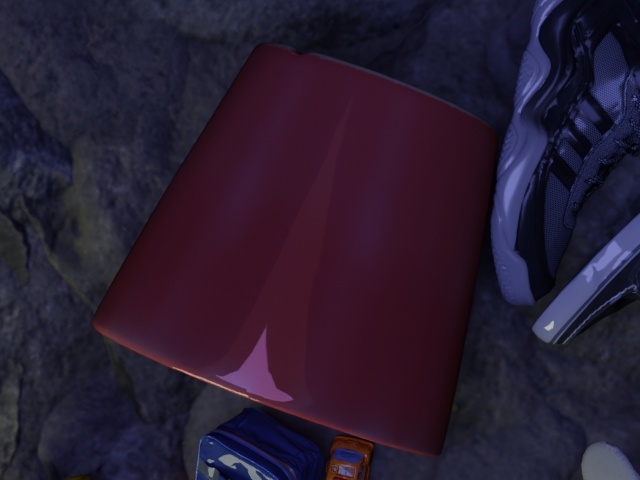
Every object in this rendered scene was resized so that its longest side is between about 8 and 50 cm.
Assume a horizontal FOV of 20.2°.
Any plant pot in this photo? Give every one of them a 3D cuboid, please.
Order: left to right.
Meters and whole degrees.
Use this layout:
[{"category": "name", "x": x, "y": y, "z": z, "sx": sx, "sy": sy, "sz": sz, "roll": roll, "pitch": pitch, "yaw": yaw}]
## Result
[{"category": "plant pot", "x": 0.000, "y": 0.000, "z": 1.330, "sx": 0.275, "sy": 0.275, "sz": 0.243, "roll": 20, "pitch": 89, "yaw": 11}]

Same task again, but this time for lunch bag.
[{"category": "lunch bag", "x": -0.049, "y": 0.185, "z": 1.418, "sx": 0.098, "sy": 0.065, "sz": 0.067, "roll": 26, "pitch": 127, "yaw": 30}]

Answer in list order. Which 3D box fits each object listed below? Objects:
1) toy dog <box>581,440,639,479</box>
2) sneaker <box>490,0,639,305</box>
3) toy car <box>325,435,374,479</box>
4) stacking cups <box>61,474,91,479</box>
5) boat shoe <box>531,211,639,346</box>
[{"category": "toy dog", "x": 0.248, "y": 0.218, "z": 1.281, "sx": 0.334, "sy": 0.220, "sz": 0.161, "roll": -6, "pitch": 58, "yaw": 50}, {"category": "sneaker", "x": 0.219, "y": -0.073, "z": 1.338, "sx": 0.153, "sy": 0.101, "sz": 0.268, "roll": 12, "pitch": 90, "yaw": 15}, {"category": "toy car", "x": -0.013, "y": 0.169, "z": 1.442, "sx": 0.122, "sy": 0.040, "sz": 0.060, "roll": 29, "pitch": 99, "yaw": 9}, {"category": "stacking cups", "x": -0.185, "y": 0.355, "z": 1.470, "sx": 0.096, "sy": 0.096, "sz": 0.316, "roll": -17, "pitch": 92, "yaw": 13}, {"category": "boat shoe", "x": 0.263, "y": 0.011, "z": 1.359, "sx": 0.228, "sy": 0.080, "sz": 0.076, "roll": -43, "pitch": 82, "yaw": 4}]
